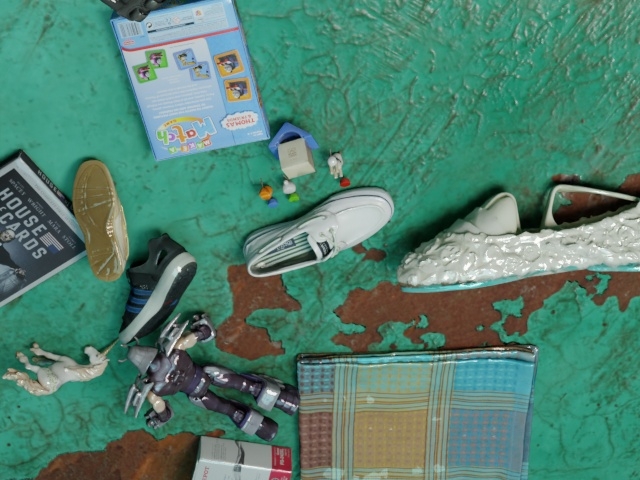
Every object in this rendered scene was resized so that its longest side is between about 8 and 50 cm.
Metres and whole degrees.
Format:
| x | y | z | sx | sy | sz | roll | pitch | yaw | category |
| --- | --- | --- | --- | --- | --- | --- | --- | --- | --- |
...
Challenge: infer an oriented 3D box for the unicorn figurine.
| x | y | z | sx | sy | sz | roll | pitch | yaw | category |
| --- | --- | --- | --- | --- | --- | --- | --- | --- | --- |
| -0.387 | 0.188 | 1.974 | 0.111 | 0.162 | 0.060 | 23 | 129 | 16 | unicorn figurine |

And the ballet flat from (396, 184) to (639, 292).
| x | y | z | sx | sy | sz | roll | pitch | yaw | category |
| --- | --- | --- | --- | --- | --- | --- | --- | --- | --- |
| 0.303 | -0.010 | 1.868 | 0.409 | 0.147 | 0.147 | -5 | 123 | -2 | ballet flat |

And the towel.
| x | y | z | sx | sy | sz | roll | pitch | yaw | category |
| --- | --- | --- | --- | --- | --- | --- | --- | --- | --- |
| 0.149 | 0.282 | 2.084 | 0.370 | 0.040 | 0.271 | -2 | 122 | -1 | towel |

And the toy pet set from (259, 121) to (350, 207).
| x | y | z | sx | sy | sz | roll | pitch | yaw | category |
| --- | --- | --- | --- | --- | --- | --- | --- | --- | --- |
| -0.034 | -0.108 | 1.829 | 0.122 | 0.065 | 0.114 | -15 | 157 | 11 | toy pet set |

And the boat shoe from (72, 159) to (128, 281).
| x | y | z | sx | sy | sz | roll | pitch | yaw | category |
| --- | --- | --- | --- | --- | --- | --- | --- | --- | --- |
| -0.302 | -0.031 | 1.857 | 0.063 | 0.059 | 0.170 | -4 | 102 | 9 | boat shoe |

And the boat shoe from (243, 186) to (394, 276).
| x | y | z | sx | sy | sz | roll | pitch | yaw | category |
| --- | --- | --- | --- | --- | --- | --- | --- | --- | --- |
| 0.000 | 0.000 | 1.875 | 0.226 | 0.076 | 0.083 | -24 | 121 | 13 | boat shoe |

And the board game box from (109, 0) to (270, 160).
| x | y | z | sx | sy | sz | roll | pitch | yaw | category |
| --- | --- | --- | --- | --- | --- | --- | --- | --- | --- |
| -0.167 | -0.215 | 1.753 | 0.160 | 0.039 | 0.211 | -11 | 122 | 5 | board game box |

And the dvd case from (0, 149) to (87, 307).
| x | y | z | sx | sy | sz | roll | pitch | yaw | category |
| --- | --- | --- | --- | --- | --- | --- | --- | --- | --- |
| -0.455 | -0.002 | 1.887 | 0.239 | 0.029 | 0.179 | -30 | 119 | 17 | dvd case |

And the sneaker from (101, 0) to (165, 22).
| x | y | z | sx | sy | sz | roll | pitch | yaw | category |
| --- | --- | --- | --- | --- | --- | --- | --- | --- | --- |
| -0.166 | -0.327 | 1.650 | 0.296 | 0.104 | 0.147 | 21 | 122 | -8 | sneaker |

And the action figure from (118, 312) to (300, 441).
| x | y | z | sx | sy | sz | roll | pitch | yaw | category |
| --- | --- | --- | --- | --- | --- | --- | --- | --- | --- |
| -0.176 | 0.211 | 1.978 | 0.285 | 0.099 | 0.185 | 28 | 103 | -28 | action figure |

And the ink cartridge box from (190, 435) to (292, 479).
| x | y | z | sx | sy | sz | roll | pitch | yaw | category |
| --- | --- | --- | --- | --- | --- | --- | --- | --- | --- |
| -0.129 | 0.375 | 2.119 | 0.150 | 0.063 | 0.109 | 10 | 122 | -9 | ink cartridge box |

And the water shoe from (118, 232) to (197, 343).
| x | y | z | sx | sy | sz | roll | pitch | yaw | category |
| --- | --- | --- | --- | --- | --- | --- | --- | --- | --- |
| -0.245 | 0.067 | 1.926 | 0.080 | 0.073 | 0.203 | 50 | 128 | 14 | water shoe |
